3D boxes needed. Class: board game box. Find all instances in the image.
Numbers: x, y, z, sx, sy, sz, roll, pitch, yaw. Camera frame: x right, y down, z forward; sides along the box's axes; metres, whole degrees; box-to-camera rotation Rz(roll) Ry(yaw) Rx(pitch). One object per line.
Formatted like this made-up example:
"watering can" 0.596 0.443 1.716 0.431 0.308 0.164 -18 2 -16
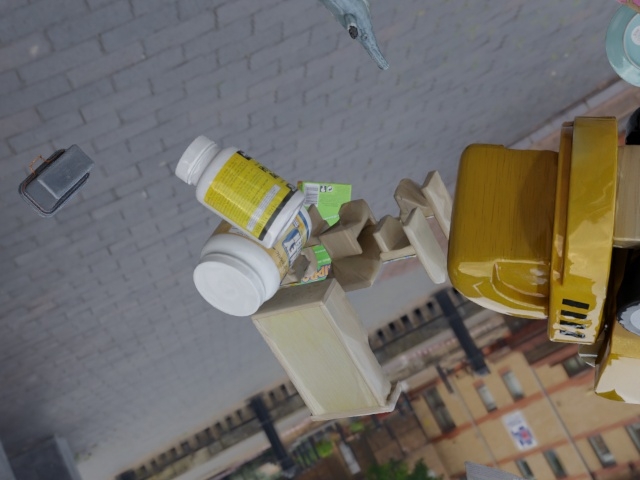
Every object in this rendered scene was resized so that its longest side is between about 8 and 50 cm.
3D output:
"board game box" 0.000 0.000 1.964 0.124 0.260 0.039 2 -177 -27

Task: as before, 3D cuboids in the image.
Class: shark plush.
"shark plush" 0.029 -0.259 1.030 0.073 0.067 0.161 -15 133 11

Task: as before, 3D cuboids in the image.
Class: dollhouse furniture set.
"dollhouse furniture set" 0.067 0.106 1.667 0.362 0.256 0.394 -14 -153 32

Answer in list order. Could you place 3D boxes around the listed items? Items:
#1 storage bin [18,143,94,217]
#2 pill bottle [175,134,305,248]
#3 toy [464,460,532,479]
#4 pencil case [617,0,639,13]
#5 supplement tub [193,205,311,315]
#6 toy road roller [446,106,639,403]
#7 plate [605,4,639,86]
"storage bin" -0.495 -0.125 1.661 0.135 0.098 0.091 -51 -164 -31
"pill bottle" -0.078 -0.049 0.838 0.065 0.116 0.065 -56 177 -4
"toy" 0.212 0.321 0.873 0.237 0.136 0.056 -81 -172 -72
"pencil case" 0.509 -0.419 1.291 0.160 0.386 0.167 -24 138 -15
"supplement tub" -0.115 0.016 1.491 0.144 0.144 0.200 -42 -167 48
"toy road roller" 0.251 0.012 0.844 0.240 0.203 0.329 5 155 15
"plate" 0.658 -0.394 1.728 0.188 0.188 0.024 -30 -176 10
